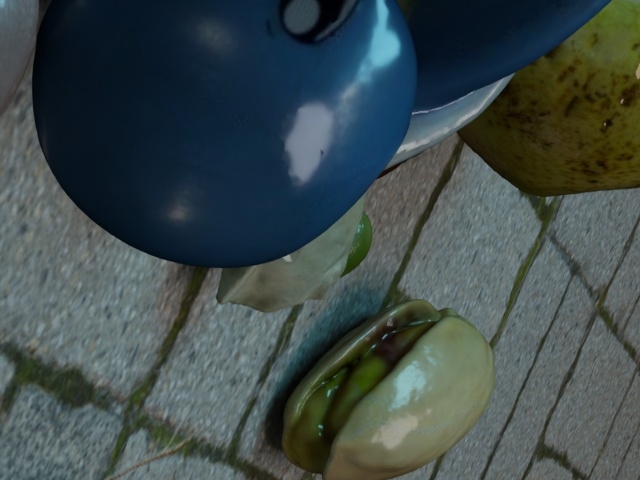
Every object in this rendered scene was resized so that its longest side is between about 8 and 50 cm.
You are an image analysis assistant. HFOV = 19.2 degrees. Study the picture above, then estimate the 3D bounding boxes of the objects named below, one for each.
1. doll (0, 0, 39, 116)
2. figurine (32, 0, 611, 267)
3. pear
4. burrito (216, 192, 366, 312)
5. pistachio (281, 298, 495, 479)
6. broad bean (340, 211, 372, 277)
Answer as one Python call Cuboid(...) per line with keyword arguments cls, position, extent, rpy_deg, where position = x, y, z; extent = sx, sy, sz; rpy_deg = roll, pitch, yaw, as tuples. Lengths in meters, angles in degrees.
Cuboid(cls="doll", position=(-0.149, -0.167, 0.658), extent=(0.151, 0.151, 0.287), rpy_deg=(13, 92, -68))
Cuboid(cls="figurine", position=(-0.009, -0.129, 0.860), extent=(0.416, 0.298, 0.243), rpy_deg=(-38, 153, -78))
Cuboid(cls="pear", position=(0.196, -0.152, 1.353), extent=(0.271, 0.271, 0.271), rpy_deg=(-49, 152, -39))
Cuboid(cls="burrito", position=(0.028, -0.142, 1.144), extent=(0.117, 0.076, 0.392), rpy_deg=(7, 102, -55))
Cuboid(cls="pistachio", position=(0.055, 0.122, 1.414), extent=(0.200, 0.117, 0.145), rpy_deg=(-40, 150, -48))
Cuboid(cls="broad bean", position=(0.000, 0.000, 1.274), extent=(0.083, 0.045, 0.063), rpy_deg=(-13, 122, -55))
